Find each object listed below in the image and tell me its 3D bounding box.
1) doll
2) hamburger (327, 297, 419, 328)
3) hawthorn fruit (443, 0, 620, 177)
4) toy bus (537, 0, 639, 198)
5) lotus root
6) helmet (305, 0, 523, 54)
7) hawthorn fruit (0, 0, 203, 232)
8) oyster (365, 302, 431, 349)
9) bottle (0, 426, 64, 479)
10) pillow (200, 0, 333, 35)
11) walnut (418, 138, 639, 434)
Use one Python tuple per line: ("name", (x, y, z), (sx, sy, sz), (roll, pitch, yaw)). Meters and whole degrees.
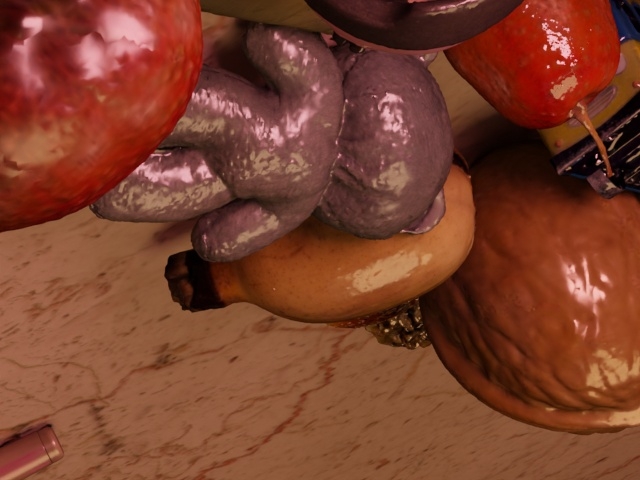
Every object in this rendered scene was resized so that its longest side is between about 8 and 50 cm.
("doll", (-0.043, -0.099, 1.716), (0.340, 0.158, 0.246), (-3, 118, -18))
("hamburger", (0.055, 0.047, 2.167), (0.141, 0.081, 0.126), (-32, 157, 15))
("hawthorn fruit", (0.197, -0.158, 1.726), (0.162, 0.203, 0.163), (-26, 156, -12))
("toy bus", (0.308, -0.139, 1.925), (0.138, 0.175, 0.287), (-38, 155, 25))
("lotus root", (0.000, 0.000, 1.899), (0.310, 0.183, 0.183), (-19, 157, 2))
("helmet", (0.077, -0.237, 1.389), (0.253, 0.198, 0.154), (-59, 173, -26))
("hawthorn fruit", (-0.216, -0.143, 1.268), (0.284, 0.285, 0.369), (-25, 179, -5))
("oyster", (0.151, 0.069, 2.331), (0.214, 0.083, 0.223), (-23, 164, -4))
("bottle", (-0.335, 0.243, 2.207), (0.096, 0.045, 0.045), (-27, 158, -7))
("pillow", (-0.004, -0.233, 1.513), (0.302, 0.075, 0.185), (4, 136, -49))
("walnut", (0.256, 0.051, 2.073), (0.332, 0.333, 0.333), (-23, 157, -10))
